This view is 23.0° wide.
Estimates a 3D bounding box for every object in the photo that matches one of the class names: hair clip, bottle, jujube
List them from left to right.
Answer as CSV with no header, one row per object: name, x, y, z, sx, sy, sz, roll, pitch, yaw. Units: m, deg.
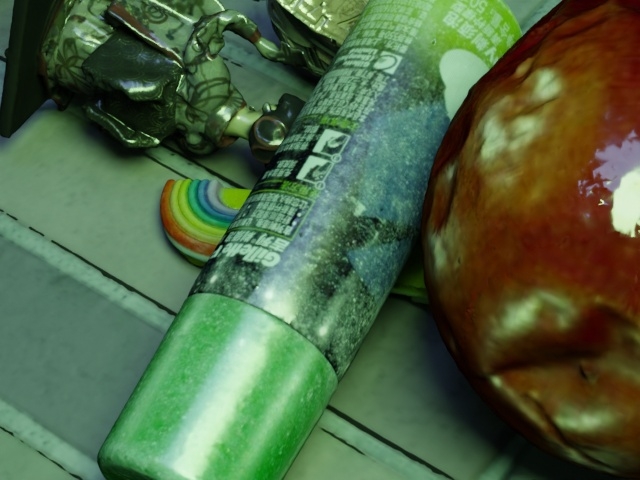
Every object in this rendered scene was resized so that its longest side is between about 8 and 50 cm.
hair clip,-0.011,0.001,0.909,0.188,0.033,0.060,13,53,13
bottle,0.000,0.000,0.834,0.093,0.093,0.330,22,65,19
jujube,0.174,-0.029,0.814,0.223,0.223,0.318,17,44,15

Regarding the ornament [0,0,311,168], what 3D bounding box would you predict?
ornament,-0.068,-0.107,0.947,0.196,0.166,0.153,30,48,9

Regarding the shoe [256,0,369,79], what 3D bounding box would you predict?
shoe,0.032,-0.125,0.983,0.180,0.092,0.089,32,72,-15
